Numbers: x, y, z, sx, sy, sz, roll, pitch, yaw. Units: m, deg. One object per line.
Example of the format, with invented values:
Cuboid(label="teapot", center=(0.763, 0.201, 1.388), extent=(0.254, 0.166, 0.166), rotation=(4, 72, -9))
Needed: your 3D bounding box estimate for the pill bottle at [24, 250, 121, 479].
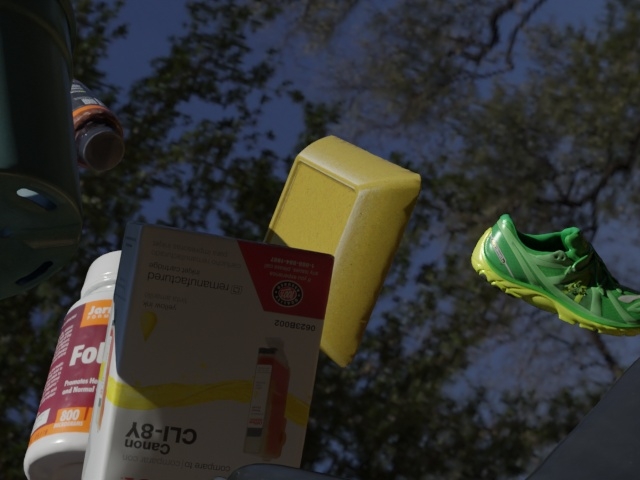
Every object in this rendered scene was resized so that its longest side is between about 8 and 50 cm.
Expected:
Cuboid(label="pill bottle", center=(-0.330, 0.224, 1.958), extent=(0.224, 0.224, 0.392), rotation=(74, -162, -49))

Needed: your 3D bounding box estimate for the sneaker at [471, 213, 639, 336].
Cuboid(label="sneaker", center=(0.367, 0.051, 1.707), extent=(0.109, 0.295, 0.123), rotation=(-85, 17, -76))

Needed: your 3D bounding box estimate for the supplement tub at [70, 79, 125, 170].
Cuboid(label="supplement tub", center=(-0.387, -0.184, 1.945), extent=(0.106, 0.198, 0.106), rotation=(-16, -55, -25))

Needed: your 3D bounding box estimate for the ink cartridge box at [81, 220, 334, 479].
Cuboid(label="ink cartridge box", center=(-0.157, 0.184, 1.663), extent=(0.279, 0.160, 0.385), rotation=(10, -90, -17))

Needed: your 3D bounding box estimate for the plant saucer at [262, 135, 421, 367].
Cuboid(label="plant saucer", center=(0.000, 0.000, 1.996), extent=(0.081, 0.332, 0.333), rotation=(17, -82, -32))

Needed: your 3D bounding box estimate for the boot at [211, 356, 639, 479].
Cuboid(label="boot", center=(0.185, 0.137, 0.815), extent=(0.445, 0.367, 0.146), rotation=(-41, -46, -25))

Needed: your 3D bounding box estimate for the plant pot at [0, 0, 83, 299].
Cuboid(label="plant pot", center=(-0.437, -0.124, 1.434), extent=(0.341, 0.334, 0.341), rotation=(-13, -33, -9))
